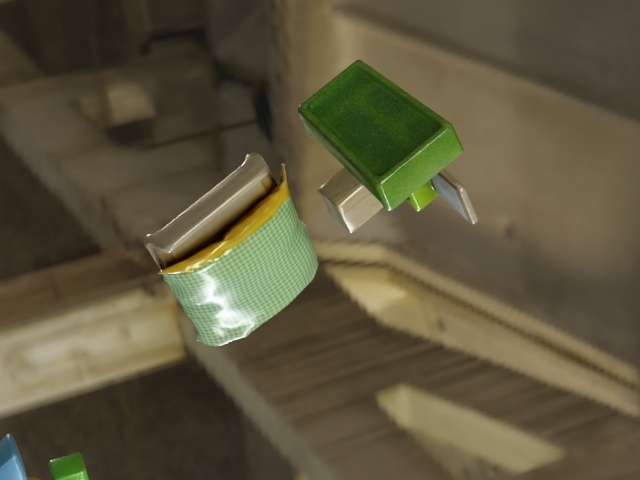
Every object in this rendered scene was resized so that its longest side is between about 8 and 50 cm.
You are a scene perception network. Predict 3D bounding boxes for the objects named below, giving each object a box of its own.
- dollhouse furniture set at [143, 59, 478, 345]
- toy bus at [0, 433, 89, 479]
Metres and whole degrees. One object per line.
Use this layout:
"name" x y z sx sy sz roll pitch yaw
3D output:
"dollhouse furniture set" 0.000 0.000 1.856 0.151 0.301 0.197 43 -12 39
"toy bus" -0.251 0.235 1.471 0.202 0.191 0.104 61 1 -34
